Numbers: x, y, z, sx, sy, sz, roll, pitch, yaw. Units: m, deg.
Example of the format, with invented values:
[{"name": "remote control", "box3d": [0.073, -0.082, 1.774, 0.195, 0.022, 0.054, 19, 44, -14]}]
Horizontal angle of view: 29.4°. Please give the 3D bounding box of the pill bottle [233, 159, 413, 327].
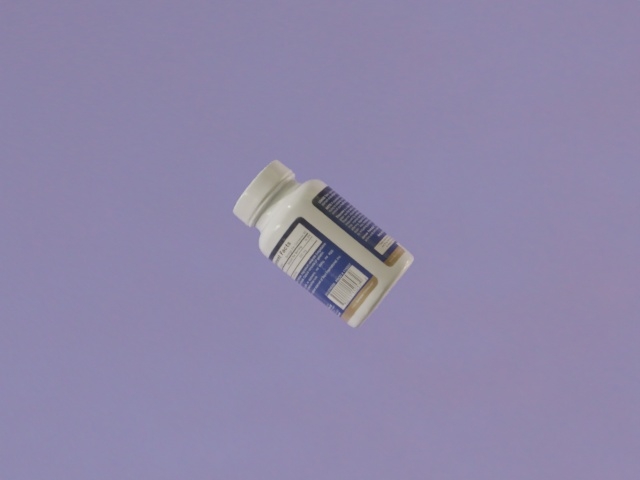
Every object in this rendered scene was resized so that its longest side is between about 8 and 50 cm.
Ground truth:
[{"name": "pill bottle", "box3d": [0.000, 0.000, 0.851, 0.120, 0.067, 0.067, 40, -100, 4]}]
